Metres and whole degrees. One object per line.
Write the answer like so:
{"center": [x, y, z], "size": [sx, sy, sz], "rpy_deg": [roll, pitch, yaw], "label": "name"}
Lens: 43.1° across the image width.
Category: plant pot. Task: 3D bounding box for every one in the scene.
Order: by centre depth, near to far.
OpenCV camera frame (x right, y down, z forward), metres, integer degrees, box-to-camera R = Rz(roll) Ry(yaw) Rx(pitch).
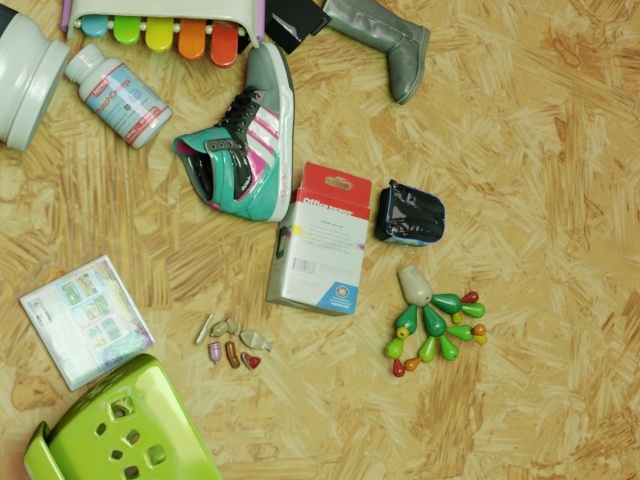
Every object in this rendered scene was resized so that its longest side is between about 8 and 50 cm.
{"center": [-0.272, 0.302, 1.105], "size": [0.207, 0.228, 0.227], "rpy_deg": [-29, 93, -17], "label": "plant pot"}

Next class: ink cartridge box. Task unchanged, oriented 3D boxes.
{"center": [0.000, 0.000, 1.350], "size": [0.134, 0.078, 0.231], "rpy_deg": [15, 75, -21], "label": "ink cartridge box"}

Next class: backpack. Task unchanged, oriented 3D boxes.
{"center": [0.155, -0.040, 1.420], "size": [0.114, 0.084, 0.105], "rpy_deg": [12, 75, -17], "label": "backpack"}

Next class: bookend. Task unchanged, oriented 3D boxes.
{"center": [-0.092, -0.367, 1.378], "size": [0.157, 0.072, 0.156], "rpy_deg": [40, 69, -13], "label": "bookend"}

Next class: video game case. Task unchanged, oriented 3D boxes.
{"center": [-0.346, 0.122, 1.213], "size": [0.143, 0.019, 0.157], "rpy_deg": [-30, 92, -25], "label": "video game case"}

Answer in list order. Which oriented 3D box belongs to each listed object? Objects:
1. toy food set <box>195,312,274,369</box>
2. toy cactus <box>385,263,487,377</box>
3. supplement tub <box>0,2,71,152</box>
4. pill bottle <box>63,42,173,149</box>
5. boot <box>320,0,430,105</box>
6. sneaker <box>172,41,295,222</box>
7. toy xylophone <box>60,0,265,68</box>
{"center": [-0.140, 0.168, 1.294], "size": [0.122, 0.019, 0.078], "rpy_deg": [35, 69, -23], "label": "toy food set"}
{"center": [0.189, 0.127, 1.406], "size": [0.219, 0.112, 0.180], "rpy_deg": [-24, 81, -17], "label": "toy cactus"}
{"center": [-0.506, -0.253, 1.114], "size": [0.272, 0.191, 0.191], "rpy_deg": [25, 72, -18], "label": "supplement tub"}
{"center": [-0.312, -0.223, 1.250], "size": [0.160, 0.087, 0.087], "rpy_deg": [43, 67, -10], "label": "pill bottle"}
{"center": [0.090, -0.360, 1.455], "size": [0.208, 0.076, 0.190], "rpy_deg": [25, 57, -25], "label": "boot"}
{"center": [-0.144, -0.177, 1.294], "size": [0.178, 0.124, 0.296], "rpy_deg": [0, 87, -31], "label": "sneaker"}
{"center": [-0.238, -0.398, 1.264], "size": [0.322, 0.081, 0.236], "rpy_deg": [9, 68, -2], "label": "toy xylophone"}
